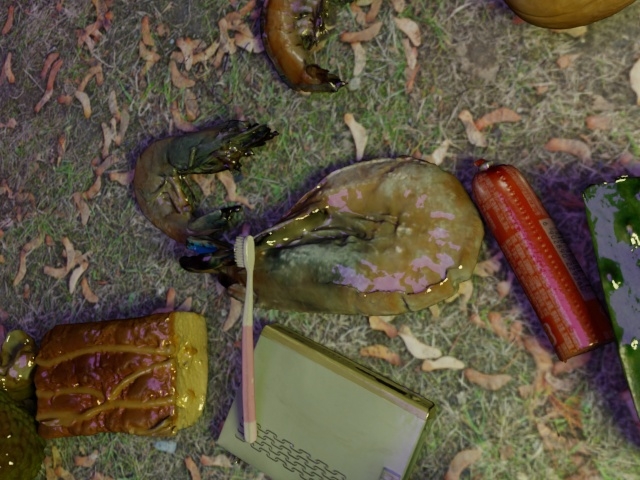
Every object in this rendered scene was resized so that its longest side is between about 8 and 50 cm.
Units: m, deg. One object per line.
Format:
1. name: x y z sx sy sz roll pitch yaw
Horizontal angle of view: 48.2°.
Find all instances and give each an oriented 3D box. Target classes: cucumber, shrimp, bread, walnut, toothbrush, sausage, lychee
1. cucumber: 0.372 0.081 0.767 0.105 0.145 0.325 -13 80 32
2. shrimp: 0.000 0.000 0.986 0.446 0.110 0.221 -6 73 22
3. bread: -0.311 0.208 1.099 0.275 0.114 0.184 -9 77 27
4. walnut: 0.311 -0.343 0.850 0.207 0.167 0.167 -24 72 19
5. toothbrush: -0.099 0.134 0.962 0.025 0.020 0.286 4 98 32
6. sausage: 0.258 0.010 0.864 0.074 0.074 0.274 -31 69 19
7. shrimp: 0.034 -0.328 1.043 0.291 0.054 0.222 -13 75 28
8. lychee: -0.568 0.314 1.126 0.270 0.320 0.269 42 143 42
9. shrimp: -0.185 -0.089 1.110 0.289 0.075 0.178 -10 85 24

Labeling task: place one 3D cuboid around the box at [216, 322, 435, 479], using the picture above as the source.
1. box: 0.001 0.256 0.969 0.270 0.045 0.210 21 92 27
